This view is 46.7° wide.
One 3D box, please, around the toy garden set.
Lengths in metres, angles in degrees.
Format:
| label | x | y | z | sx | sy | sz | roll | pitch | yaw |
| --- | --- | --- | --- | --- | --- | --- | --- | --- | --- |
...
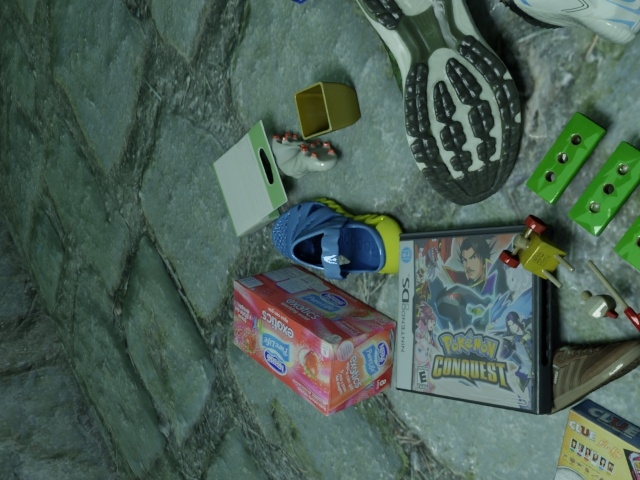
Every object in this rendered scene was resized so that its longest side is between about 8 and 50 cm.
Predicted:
| label | x | y | z | sx | sy | sz | roll | pitch | yaw |
| --- | --- | --- | --- | --- | --- | --- | --- | --- | --- |
| toy garden set | 0.346 | -0.001 | 0.873 | 0.244 | 0.049 | 0.204 | 45 | 117 | 32 |

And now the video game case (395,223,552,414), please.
| label | x | y | z | sx | sy | sz | roll | pitch | yaw |
| --- | --- | --- | --- | --- | --- | --- | --- | --- | --- |
| video game case | 0.212 | 0.107 | 1.071 | 0.275 | 0.035 | 0.248 | -4 | 83 | 54 |

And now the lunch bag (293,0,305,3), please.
| label | x | y | z | sx | sy | sz | roll | pitch | yaw |
| --- | --- | --- | --- | --- | --- | --- | --- | --- | --- |
| lunch bag | -0.024 | -0.482 | 1.206 | 0.151 | 0.096 | 0.129 | -21 | 81 | 40 |

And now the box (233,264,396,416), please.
| label | x | y | z | sx | sy | sz | roll | pitch | yaw |
| --- | --- | --- | --- | --- | --- | --- | --- | --- | --- |
| box | -0.019 | 0.170 | 1.357 | 0.300 | 0.154 | 0.142 | 27 | 122 | 45 |

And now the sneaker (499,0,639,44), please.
| label | x | y | z | sx | sy | sz | roll | pitch | yaw |
| --- | --- | --- | --- | --- | --- | --- | --- | --- | --- |
| sneaker | 0.285 | -0.294 | 0.868 | 0.237 | 0.085 | 0.086 | 37 | 103 | 46 |

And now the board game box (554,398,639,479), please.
| label | x | y | z | sx | sy | sz | roll | pitch | yaw |
| --- | --- | --- | --- | --- | --- | --- | --- | --- | --- |
| board game box | 0.410 | 0.330 | 0.922 | 0.243 | 0.042 | 0.165 | 30 | 124 | 45 |

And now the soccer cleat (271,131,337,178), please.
| label | x | y | z | sx | sy | sz | roll | pitch | yaw |
| --- | --- | --- | --- | --- | --- | --- | --- | --- | --- |
| soccer cleat | -0.028 | -0.144 | 1.343 | 0.196 | 0.068 | 0.076 | 29 | 128 | 54 |

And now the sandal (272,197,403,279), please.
| label | x | y | z | sx | sy | sz | roll | pitch | yaw |
| --- | --- | --- | --- | --- | --- | --- | --- | --- | --- |
| sandal | 0.000 | 0.000 | 1.289 | 0.317 | 0.138 | 0.126 | 6 | 108 | 54 |

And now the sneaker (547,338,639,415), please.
| label | x | y | z | sx | sy | sz | roll | pitch | yaw |
| --- | --- | --- | --- | --- | --- | --- | --- | --- | --- |
| sneaker | 0.333 | 0.161 | 0.951 | 0.071 | 0.066 | 0.188 | 63 | 141 | 23 |

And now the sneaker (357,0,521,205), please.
| label | x | y | z | sx | sy | sz | roll | pitch | yaw |
| --- | --- | --- | --- | --- | --- | --- | --- | --- | --- |
| sneaker | 0.159 | -0.251 | 1.025 | 0.182 | 0.158 | 0.410 | -74 | -35 | -76 |

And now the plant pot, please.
| label | x | y | z | sx | sy | sz | roll | pitch | yaw |
| --- | --- | --- | --- | --- | --- | --- | --- | --- | --- |
| plant pot | 0.018 | -0.219 | 1.234 | 0.081 | 0.083 | 0.081 | -8 | 95 | 55 |

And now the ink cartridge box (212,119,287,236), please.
| label | x | y | z | sx | sy | sz | roll | pitch | yaw |
| --- | --- | --- | --- | --- | --- | --- | --- | --- | --- |
| ink cartridge box | -0.127 | -0.121 | 1.486 | 0.235 | 0.056 | 0.171 | -28 | 78 | 53 |
